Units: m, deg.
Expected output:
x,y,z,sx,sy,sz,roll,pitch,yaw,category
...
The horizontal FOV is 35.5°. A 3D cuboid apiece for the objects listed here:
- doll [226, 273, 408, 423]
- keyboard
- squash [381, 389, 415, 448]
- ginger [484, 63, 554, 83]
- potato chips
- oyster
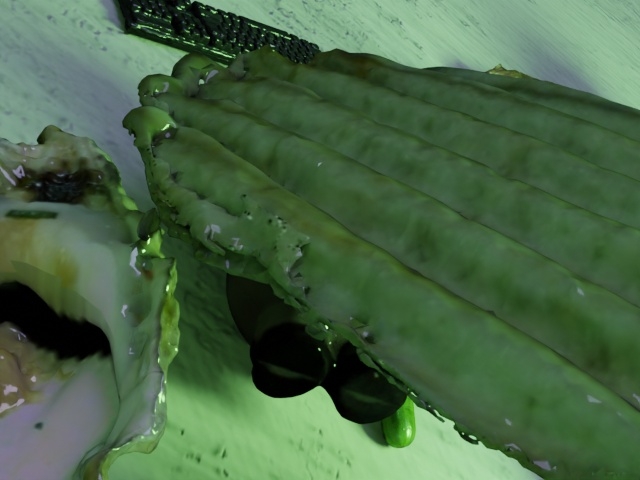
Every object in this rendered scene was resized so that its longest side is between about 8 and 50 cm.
x,y,z,sx,sy,sz,roll,pitch,yaw,category
-0.001,0.002,0.693,0.182,0.117,0.257,23,42,-19,doll
-0.078,-0.183,0.894,0.231,0.023,0.072,12,44,-40,keyboard
0.053,0.110,0.719,0.027,0.027,0.089,25,37,-27,squash
0.207,-0.157,1.143,0.214,0.059,0.133,12,53,-37,ginger
0.100,-0.024,0.551,0.429,0.070,0.358,29,33,33,potato chips
-0.166,0.063,0.480,0.201,0.107,0.354,13,41,9,oyster
